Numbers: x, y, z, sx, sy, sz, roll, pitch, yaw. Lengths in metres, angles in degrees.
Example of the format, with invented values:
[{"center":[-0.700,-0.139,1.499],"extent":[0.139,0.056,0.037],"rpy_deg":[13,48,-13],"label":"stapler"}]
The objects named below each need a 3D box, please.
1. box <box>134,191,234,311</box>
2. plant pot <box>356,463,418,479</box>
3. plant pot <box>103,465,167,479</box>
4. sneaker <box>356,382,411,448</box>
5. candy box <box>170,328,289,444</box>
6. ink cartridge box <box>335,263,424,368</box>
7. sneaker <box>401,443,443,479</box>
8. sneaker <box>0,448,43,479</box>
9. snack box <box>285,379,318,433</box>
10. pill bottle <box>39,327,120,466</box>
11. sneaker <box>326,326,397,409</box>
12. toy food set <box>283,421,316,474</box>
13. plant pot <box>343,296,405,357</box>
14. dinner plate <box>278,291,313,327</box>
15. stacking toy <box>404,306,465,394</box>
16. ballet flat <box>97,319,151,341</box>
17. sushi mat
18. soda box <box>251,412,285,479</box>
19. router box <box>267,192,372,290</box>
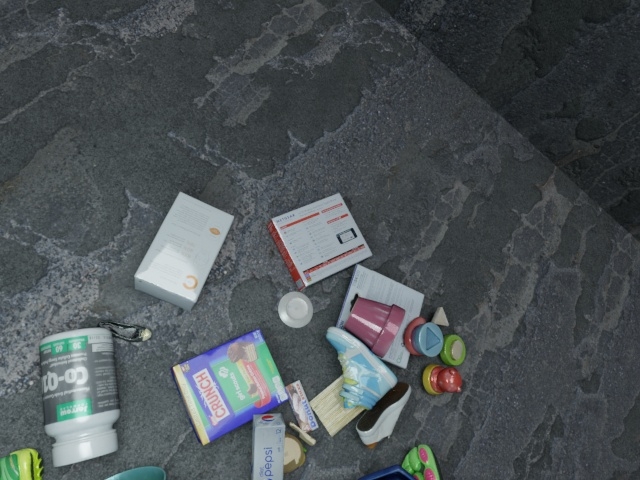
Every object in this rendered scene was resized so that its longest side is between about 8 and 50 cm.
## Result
[{"center":[-0.479,0.042,1.681],"extent":[0.215,0.168,0.345],"rpy_deg":[25,63,-11],"label":"box"},{"center":[0.240,0.898,1.566],"extent":[0.236,0.236,0.212],"rpy_deg":[44,29,-21],"label":"plant pot"},{"center":[-0.543,0.818,1.313],"extent":[0.293,0.293,0.235],"rpy_deg":[-17,94,-25],"label":"plant pot"},{"center":[0.245,0.657,1.785],"extent":[0.290,0.106,0.123],"rpy_deg":[-34,116,-34],"label":"sneaker"},{"center":[-0.308,0.485,1.607],"extent":[0.317,0.122,0.268],"rpy_deg":[-21,81,-25],"label":"candy box"},{"center":[0.232,0.304,1.910],"extent":[0.330,0.071,0.324],"rpy_deg":[25,66,-9],"label":"ink cartridge box"},{"center":[0.429,0.984,1.700],"extent":[0.202,0.185,0.483],"rpy_deg":[8,60,-51],"label":"sneaker"},{"center":[-0.853,0.743,1.328],"extent":[0.123,0.109,0.296],"rpy_deg":[-7,74,1],"label":"sneaker"},{"center":[-0.072,0.600,1.710],"extent":[0.064,0.022,0.178],"rpy_deg":[-19,78,-26],"label":"snack box"},{"center":[-0.712,0.459,1.415],"extent":[0.204,0.204,0.361],"rpy_deg":[-7,73,-23],"label":"pill bottle"},{"center":[0.104,0.476,1.709],"extent":[0.319,0.127,0.208],"rpy_deg":[42,72,4],"label":"sneaker"},{"center":[-0.118,0.737,1.638],"extent":[0.132,0.038,0.192],"rpy_deg":[39,73,2],"label":"toy food set"},{"center":[0.193,0.305,1.763],"extent":[0.180,0.201,0.201],"rpy_deg":[27,62,7],"label":"plant pot"},{"center":[-0.093,0.265,1.831],"extent":[0.141,0.017,0.141],"rpy_deg":[7,68,-17],"label":"dinner plate"},{"center":[0.498,0.429,1.891],"extent":[0.279,0.130,0.309],"rpy_deg":[-33,98,-34],"label":"stacking toy"},{"center":[-0.654,0.304,1.583],"extent":[0.173,0.049,0.058],"rpy_deg":[14,67,-16],"label":"ballet flat"},{"center":[0.121,0.565,1.765],"extent":[0.316,0.019,0.151],"rpy_deg":[-35,85,-16],"label":"sushi mat"},{"center":[-0.172,0.710,1.525],"extent":[0.098,0.091,0.286],"rpy_deg":[1,96,-13],"label":"soda box"},{"center":[0.000,0.000,1.928],"extent":[0.335,0.082,0.301],"rpy_deg":[-22,80,-26],"label":"router box"}]
